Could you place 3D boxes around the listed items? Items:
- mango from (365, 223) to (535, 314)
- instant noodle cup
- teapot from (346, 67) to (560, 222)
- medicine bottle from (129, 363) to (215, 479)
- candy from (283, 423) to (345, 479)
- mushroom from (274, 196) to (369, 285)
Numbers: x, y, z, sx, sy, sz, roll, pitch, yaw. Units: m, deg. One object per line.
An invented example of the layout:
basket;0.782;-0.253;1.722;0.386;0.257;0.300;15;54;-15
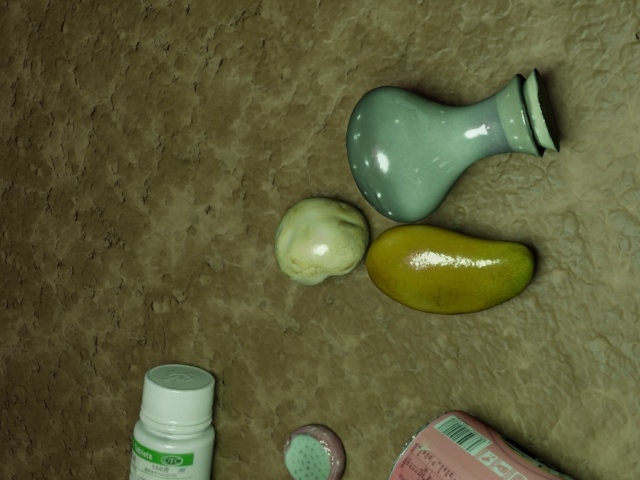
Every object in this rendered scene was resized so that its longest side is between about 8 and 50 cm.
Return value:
mango;0.168;0.038;1.184;0.227;0.099;0.136;1;133;24
instant noodle cup;0.225;0.351;1.137;0.255;0.244;0.244;35;114;36
teapot;0.167;-0.129;1.140;0.251;0.183;0.183;-16;87;22
medicine bottle;-0.244;0.335;1.488;0.139;0.139;0.236;16;107;32
candy;-0.009;0.334;1.386;0.103;0.043;0.103;4;98;36
mushroom;0.000;0.000;1.293;0.148;0.112;0.148;-26;38;23
